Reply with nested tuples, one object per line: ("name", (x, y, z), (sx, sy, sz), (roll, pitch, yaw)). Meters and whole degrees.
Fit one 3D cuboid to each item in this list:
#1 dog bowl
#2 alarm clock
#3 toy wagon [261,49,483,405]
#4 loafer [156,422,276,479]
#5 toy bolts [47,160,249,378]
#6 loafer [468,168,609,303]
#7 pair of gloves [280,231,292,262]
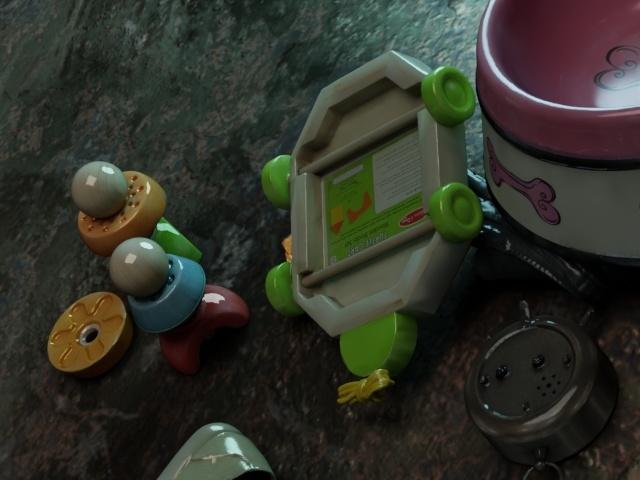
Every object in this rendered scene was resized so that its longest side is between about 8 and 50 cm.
("dog bowl", (0.321, -0.168, 1.675), (0.408, 0.150, 0.408), (-17, 39, 14))
("alarm clock", (0.191, 0.144, 1.632), (0.129, 0.064, 0.192), (-18, 50, 24))
("toy wagon", (0.051, -0.005, 1.798), (0.267, 0.068, 0.344), (-26, 59, 46))
("loafer", (-0.135, 0.287, 1.718), (0.092, 0.102, 0.268), (11, 62, 48))
("toy bolts", (-0.211, 0.043, 1.935), (0.218, 0.158, 0.228), (-48, 42, -7))
("loafer", (0.182, 0.009, 1.746), (0.078, 0.076, 0.223), (-56, 43, 4))
("pair of gloves", (0.000, 0.000, 1.928), (0.083, 0.010, 0.074), (-36, 42, 5))
